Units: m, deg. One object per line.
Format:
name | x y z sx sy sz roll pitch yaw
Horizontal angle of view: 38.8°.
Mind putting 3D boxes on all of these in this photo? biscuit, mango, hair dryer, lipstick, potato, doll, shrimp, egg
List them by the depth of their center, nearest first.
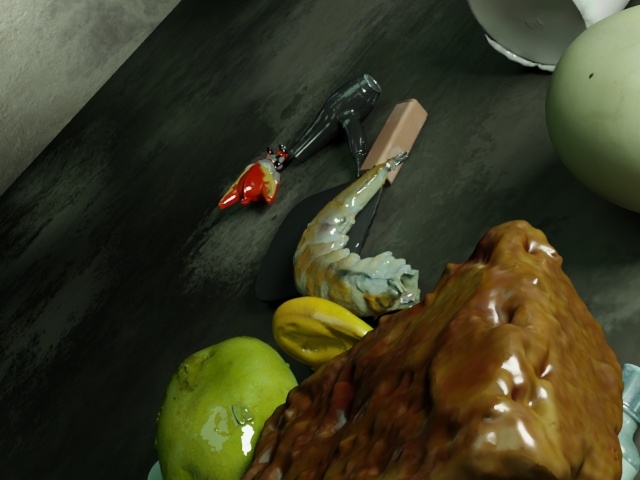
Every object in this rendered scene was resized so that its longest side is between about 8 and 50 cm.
biscuit | 0.078 0.204 0.811 0.395 0.166 0.343 -41 10 29
egg | 0.351 -0.133 0.925 0.219 0.219 0.269 -45 33 -1
potato | -0.109 0.224 1.094 0.186 0.149 0.253 -14 40 -9
mango | 0.009 0.118 1.150 0.187 0.101 0.066 7 40 42
shrimp | 0.046 0.007 1.242 0.185 0.068 0.287 -19 37 21
lipstick | 0.115 -0.152 1.412 0.045 0.045 0.145 -2 51 49
hair dryer | 0.036 -0.160 1.517 0.195 0.075 0.219 -43 36 24
doll | -0.106 -0.112 1.629 0.109 0.057 0.169 -5 31 27

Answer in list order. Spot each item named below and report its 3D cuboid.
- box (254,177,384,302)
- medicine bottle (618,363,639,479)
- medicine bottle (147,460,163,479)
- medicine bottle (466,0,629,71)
box | 0.000 0.000 1.366 0.201 0.042 0.212 -14 42 42
medicine bottle | 0.231 0.204 0.807 0.208 0.053 0.090 -52 25 -12
medicine bottle | -0.175 0.312 1.149 0.047 0.083 0.047 -31 33 23
medicine bottle | 0.381 -0.445 1.279 0.379 0.213 0.213 -53 30 -14
